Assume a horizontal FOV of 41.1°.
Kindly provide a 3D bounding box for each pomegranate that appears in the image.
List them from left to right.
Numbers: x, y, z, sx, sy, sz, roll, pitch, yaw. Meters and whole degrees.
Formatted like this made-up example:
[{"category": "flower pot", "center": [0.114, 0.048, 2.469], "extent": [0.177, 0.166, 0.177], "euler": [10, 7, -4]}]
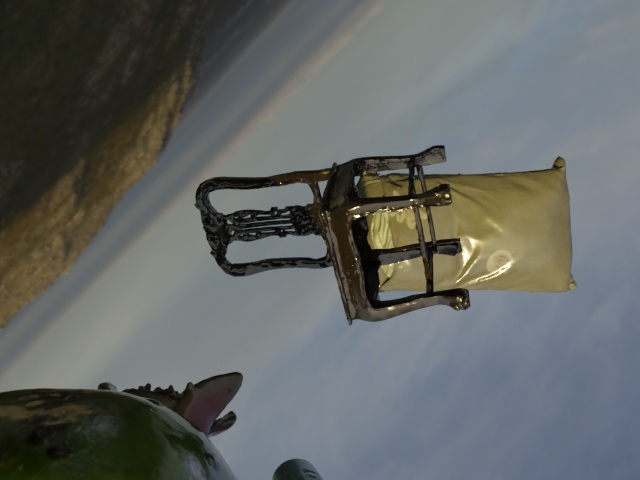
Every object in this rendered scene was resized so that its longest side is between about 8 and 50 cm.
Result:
[{"category": "pomegranate", "center": [-0.151, 0.185, 0.511], "extent": [0.291, 0.291, 0.323], "euler": [-32, -148, 53]}]

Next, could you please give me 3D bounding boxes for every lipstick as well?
[{"category": "lipstick", "center": [-0.009, 0.230, 0.732], "extent": [0.048, 0.048, 0.158], "euler": [-47, -172, -7]}]

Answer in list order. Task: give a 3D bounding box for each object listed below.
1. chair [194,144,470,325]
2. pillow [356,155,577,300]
[{"category": "chair", "center": [0.000, 0.000, 0.702], "extent": [0.229, 0.106, 0.113], "euler": [-9, -155, 12]}, {"category": "pillow", "center": [0.160, -0.012, 0.947], "extent": [0.255, 0.169, 0.059], "euler": [-3, -177, 1]}]
